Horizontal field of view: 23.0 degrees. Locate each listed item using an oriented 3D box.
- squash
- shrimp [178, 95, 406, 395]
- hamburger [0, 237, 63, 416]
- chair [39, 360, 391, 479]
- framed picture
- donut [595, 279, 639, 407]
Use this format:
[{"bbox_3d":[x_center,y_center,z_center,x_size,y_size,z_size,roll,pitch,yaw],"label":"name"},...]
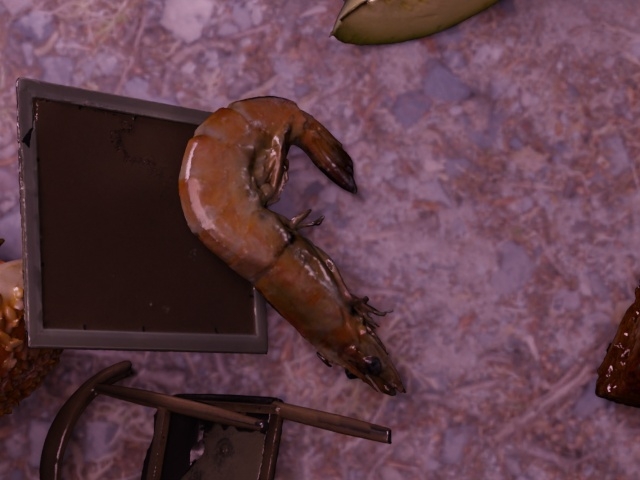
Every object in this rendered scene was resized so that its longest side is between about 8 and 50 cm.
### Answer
[{"bbox_3d":[0.142,-0.243,1.373,0.169,0.093,0.252,30,86,47],"label":"squash"},{"bbox_3d":[0.000,0.000,1.381,0.296,0.058,0.169,48,63,-15],"label":"shrimp"},{"bbox_3d":[-0.350,0.075,1.283,0.291,0.291,0.225,-38,83,-1],"label":"hamburger"},{"bbox_3d":[-0.094,0.212,1.335,0.272,0.166,0.188,7,87,44],"label":"chair"},{"bbox_3d":[-0.144,-0.013,1.307,0.016,0.273,0.216,-10,79,40],"label":"framed picture"},{"bbox_3d":[0.344,0.091,1.346,0.187,0.126,0.144,12,94,2],"label":"donut"}]
